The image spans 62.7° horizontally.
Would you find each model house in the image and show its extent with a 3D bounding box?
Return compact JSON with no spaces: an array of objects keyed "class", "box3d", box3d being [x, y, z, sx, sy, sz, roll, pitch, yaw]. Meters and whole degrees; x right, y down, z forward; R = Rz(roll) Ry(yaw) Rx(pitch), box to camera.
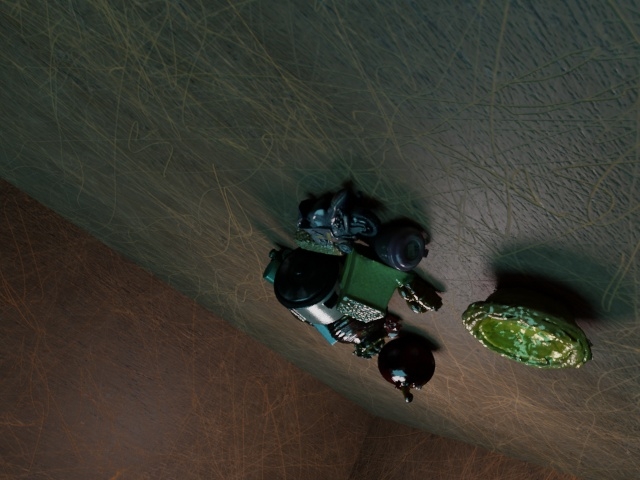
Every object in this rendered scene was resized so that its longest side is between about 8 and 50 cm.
[{"class":"model house","box3d":[0.139,0.126,1.499,0.195,0.189,0.214,23,-171,-10]}]

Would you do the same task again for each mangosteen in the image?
[{"class":"mangosteen","box3d":[0.347,0.529,2.129,0.236,0.261,0.235,6,145,5]}]

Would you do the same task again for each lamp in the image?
[{"class":"lamp","box3d":[0.135,0.276,1.866,0.247,0.246,0.247,23,158,10]}]

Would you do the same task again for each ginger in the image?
[{"class":"ginger","box3d":[0.301,0.165,1.648,0.162,0.073,0.103,43,141,-19]}]

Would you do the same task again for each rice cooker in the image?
[{"class":"rice cooker","box3d":[-0.021,0.144,1.741,0.280,0.241,0.227,44,177,42]}]

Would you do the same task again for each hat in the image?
[{"class":"hat","box3d":[0.177,0.321,2.066,0.287,0.107,0.236,12,133,23]}]

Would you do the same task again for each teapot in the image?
[{"class":"teapot","box3d":[0.207,0.008,1.394,0.146,0.148,0.116,17,122,56]}]

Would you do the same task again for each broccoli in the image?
[{"class":"broccoli","box3d":[0.135,0.370,2.229,0.304,0.145,0.165,46,150,-12]}]

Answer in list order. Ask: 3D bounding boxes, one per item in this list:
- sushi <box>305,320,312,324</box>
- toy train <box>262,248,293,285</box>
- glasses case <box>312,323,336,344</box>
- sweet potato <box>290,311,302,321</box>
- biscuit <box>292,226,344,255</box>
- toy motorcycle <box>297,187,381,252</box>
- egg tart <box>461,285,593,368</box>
[{"class":"sushi","box3d":[-0.048,0.277,2.204,0.126,0.136,0.225,33,164,9]},{"class":"toy train","box3d":[-0.102,0.137,1.932,0.248,0.159,0.101,37,151,-19]},{"class":"glasses case","box3d":[-0.016,0.252,2.036,0.301,0.117,0.070,47,126,1]},{"class":"sweet potato","box3d":[-0.058,0.348,2.454,0.270,0.074,0.075,-3,143,46]},{"class":"biscuit","box3d":[0.000,0.000,1.623,0.169,0.070,0.082,14,169,27]},{"class":"toy motorcycle","box3d":[0.032,-0.056,1.423,0.173,0.108,0.307,41,153,-18]},{"class":"egg tart","box3d":[0.551,0.221,1.395,0.346,0.132,0.345,23,158,10]}]
